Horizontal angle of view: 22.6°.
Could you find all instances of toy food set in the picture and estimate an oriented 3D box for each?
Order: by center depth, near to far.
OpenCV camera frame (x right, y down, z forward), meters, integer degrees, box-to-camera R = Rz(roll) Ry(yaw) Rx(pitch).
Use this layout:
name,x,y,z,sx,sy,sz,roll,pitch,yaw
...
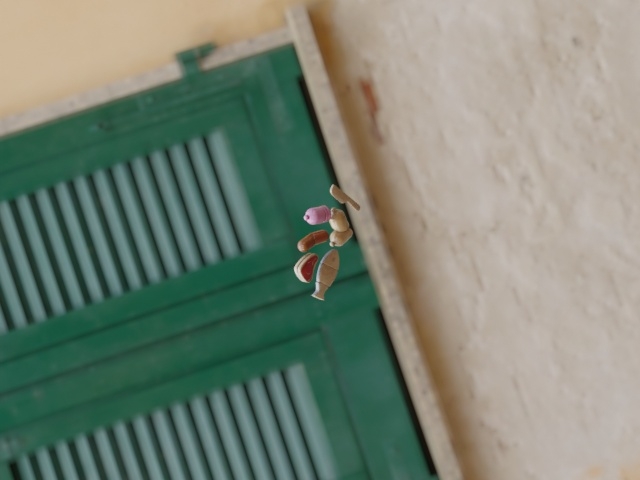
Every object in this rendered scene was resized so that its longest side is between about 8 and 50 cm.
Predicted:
name,x,y,z,sx,sy,sz,roll,pitch,yaw
toy food set,0.000,0.000,1.852,0.019,0.122,0.078,12,161,44
